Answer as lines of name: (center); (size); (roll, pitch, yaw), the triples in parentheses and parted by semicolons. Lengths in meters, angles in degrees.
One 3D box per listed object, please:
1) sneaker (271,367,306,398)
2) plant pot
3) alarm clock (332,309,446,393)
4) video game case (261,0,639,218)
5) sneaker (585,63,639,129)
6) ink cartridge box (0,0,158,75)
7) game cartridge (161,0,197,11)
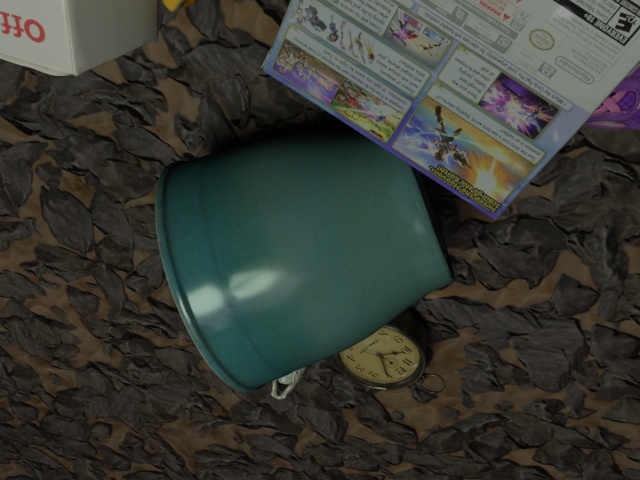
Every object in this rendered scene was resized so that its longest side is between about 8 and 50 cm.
sneaker: (-0.038, 0.176, 1.047); (0.054, 0.061, 0.152); (19, 128, 4)
plant pot: (0.000, 0.000, 0.784); (0.255, 0.271, 0.271); (-19, 120, 12)
alarm clock: (0.098, 0.154, 0.988); (0.192, 0.064, 0.129); (39, 127, -12)
video game case: (0.111, -0.177, 0.612); (0.270, 0.061, 0.244); (33, 136, 0)
sneaker: (0.244, -0.143, 0.693); (0.237, 0.104, 0.095); (11, 127, 6)
ink cartridge box: (-0.255, -0.314, 0.561); (0.226, 0.131, 0.306); (20, 129, 18)
game cartridge: (-0.140, -0.398, 0.561); (0.285, 0.052, 0.323); (-34, 98, 40)
